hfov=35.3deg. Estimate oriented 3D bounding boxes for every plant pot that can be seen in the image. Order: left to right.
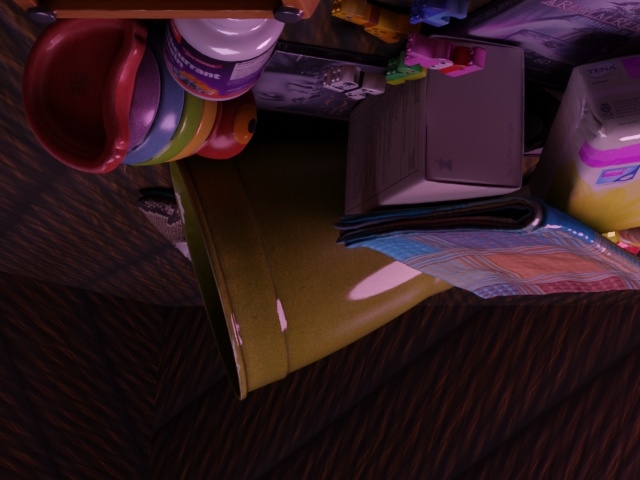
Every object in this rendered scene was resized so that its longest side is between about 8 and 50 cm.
[{"bbox_3d":[0.000,0.000,1.446,0.353,0.366,0.366,-16,173,-11],"label":"plant pot"}]

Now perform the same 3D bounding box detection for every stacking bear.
[{"bbox_3d":[-0.181,-0.159,1.166,0.164,0.175,0.289,14,-175,33],"label":"stacking bear"}]

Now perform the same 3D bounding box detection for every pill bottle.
[{"bbox_3d":[-0.091,-0.211,0.957,0.108,0.108,0.193,6,169,-11],"label":"pill bottle"}]

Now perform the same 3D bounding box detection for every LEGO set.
[{"bbox_3d":[0.063,-0.207,1.009,0.093,0.087,0.227,13,173,-28],"label":"LEGO set"}]

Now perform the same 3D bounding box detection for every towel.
[{"bbox_3d":[0.230,0.021,1.237,0.271,0.040,0.370,-5,163,38],"label":"towel"}]

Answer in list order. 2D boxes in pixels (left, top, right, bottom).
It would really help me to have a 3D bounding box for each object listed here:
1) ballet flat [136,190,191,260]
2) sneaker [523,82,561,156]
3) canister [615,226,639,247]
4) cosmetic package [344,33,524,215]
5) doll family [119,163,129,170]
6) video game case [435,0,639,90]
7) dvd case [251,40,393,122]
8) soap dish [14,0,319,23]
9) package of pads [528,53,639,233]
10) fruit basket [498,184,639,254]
[{"bbox_3d":[-0.123,0.011,1.969,0.482,0.182,0.164,5,170,-7],"label":"ballet flat"},{"bbox_3d":[0.284,-0.149,1.282,0.132,0.086,0.228,1,180,-16],"label":"sneaker"},{"bbox_3d":[0.546,-0.036,1.544,0.073,0.126,0.170,18,180,-33],"label":"canister"},{"bbox_3d":[0.121,-0.111,1.173,0.113,0.160,0.309,5,172,-14],"label":"cosmetic package"},{"bbox_3d":[-0.275,-0.143,1.470,0.111,0.076,0.193,-14,169,-15],"label":"doll family"},{"bbox_3d":[0.264,-0.218,1.035,0.196,0.026,0.274,9,169,-27],"label":"video game case"},{"bbox_3d":[-0.001,-0.194,1.268,0.164,0.018,0.221,6,169,-15],"label":"dvd case"},{"bbox_3d":[-0.137,-0.249,0.741,0.291,0.118,0.229,3,170,11],"label":"soap dish"},{"bbox_3d":[0.376,-0.109,1.131,0.229,0.101,0.296,-11,159,-4],"label":"package of pads"},{"bbox_3d":[0.461,-0.025,1.783,0.353,0.165,0.327,-9,176,-24],"label":"fruit basket"}]
